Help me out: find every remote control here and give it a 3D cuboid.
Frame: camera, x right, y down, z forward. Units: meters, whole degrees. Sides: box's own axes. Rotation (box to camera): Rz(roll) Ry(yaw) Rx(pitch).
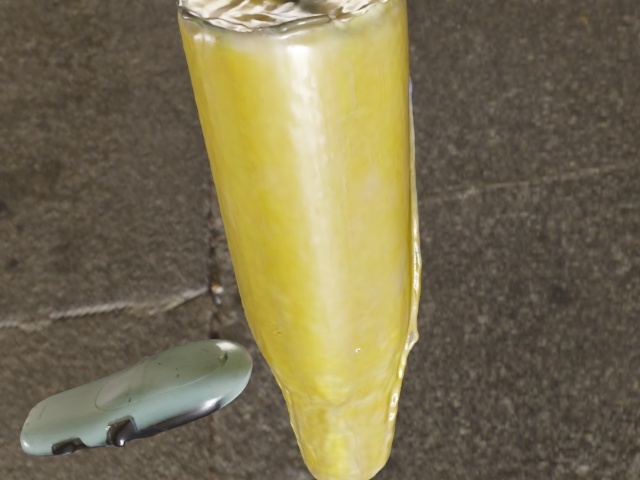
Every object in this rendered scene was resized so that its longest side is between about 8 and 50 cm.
[{"bbox_3d":[-0.176,0.145,1.008,0.256,0.045,0.097,-21,29,22],"label":"remote control"}]

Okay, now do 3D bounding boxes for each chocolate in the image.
[{"bbox_3d":[0.000,0.000,0.846,0.162,0.445,0.162,-5,35,3],"label":"chocolate"}]
